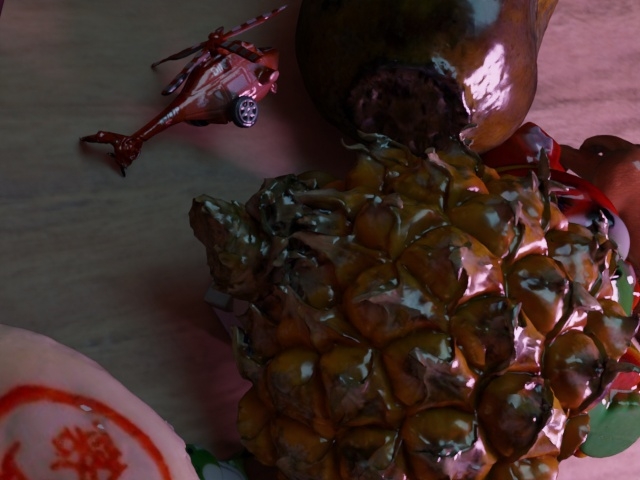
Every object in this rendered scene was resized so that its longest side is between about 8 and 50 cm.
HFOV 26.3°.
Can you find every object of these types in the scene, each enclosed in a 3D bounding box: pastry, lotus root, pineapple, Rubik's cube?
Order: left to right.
[{"bbox_3d":[-0.181,0.170,0.765,0.265,0.133,0.264,24,43,-25],"label":"pastry"},{"bbox_3d":[-0.042,0.031,1.048,0.073,0.084,0.075,58,23,1],"label":"Rubik's cube"},{"bbox_3d":[0.063,0.038,0.934,0.286,0.209,0.344,36,61,-24],"label":"pineapple"},{"bbox_3d":[0.106,-0.212,1.248,0.250,0.250,0.346,39,39,-15],"label":"lotus root"}]

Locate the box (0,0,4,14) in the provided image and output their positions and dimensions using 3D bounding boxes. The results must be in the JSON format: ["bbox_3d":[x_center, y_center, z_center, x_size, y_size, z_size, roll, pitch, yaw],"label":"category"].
[{"bbox_3d":[-0.334,-0.132,0.805,0.294,0.193,0.167,31,37,-24],"label":"box"}]

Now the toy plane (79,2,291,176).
[{"bbox_3d":[-0.095,-0.112,1.096,0.077,0.126,0.194,68,31,-25],"label":"toy plane"}]

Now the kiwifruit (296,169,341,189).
[{"bbox_3d":[0.000,0.000,1.118,0.075,0.075,0.124,13,57,-38],"label":"kiwifruit"}]

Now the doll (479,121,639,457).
[{"bbox_3d":[0.190,0.027,1.215,0.183,0.160,0.363,10,50,-20],"label":"doll"}]

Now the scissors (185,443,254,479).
[{"bbox_3d":[-0.087,0.165,0.939,0.204,0.027,0.101,26,43,-32],"label":"scissors"}]

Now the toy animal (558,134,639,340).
[{"bbox_3d":[0.343,-0.010,1.399,0.312,0.157,0.097,52,37,-2],"label":"toy animal"}]
